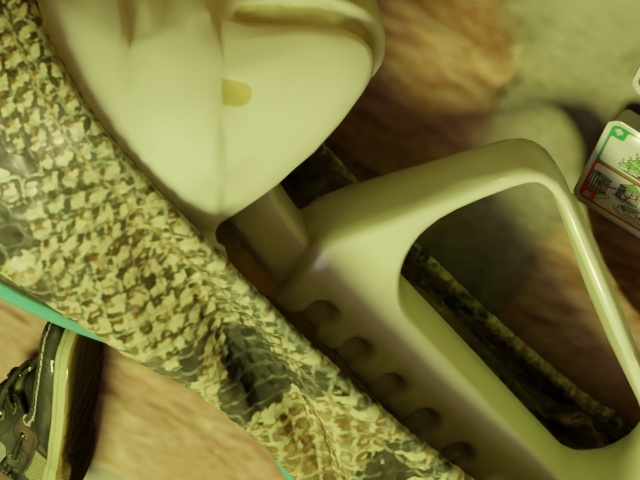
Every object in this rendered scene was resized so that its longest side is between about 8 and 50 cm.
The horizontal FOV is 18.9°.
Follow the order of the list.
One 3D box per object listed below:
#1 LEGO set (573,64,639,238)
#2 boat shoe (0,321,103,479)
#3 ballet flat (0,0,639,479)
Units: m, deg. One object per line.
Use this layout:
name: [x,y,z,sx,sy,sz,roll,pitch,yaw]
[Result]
LEGO set: [0.225,-0.018,0.650,0.244,0.060,0.182,32,144,10]
boat shoe: [-0.138,0.085,0.943,0.049,0.056,0.152,19,139,4]
ballet flat: [0.000,0.000,0.720,0.182,0.164,0.483,-31,121,27]
